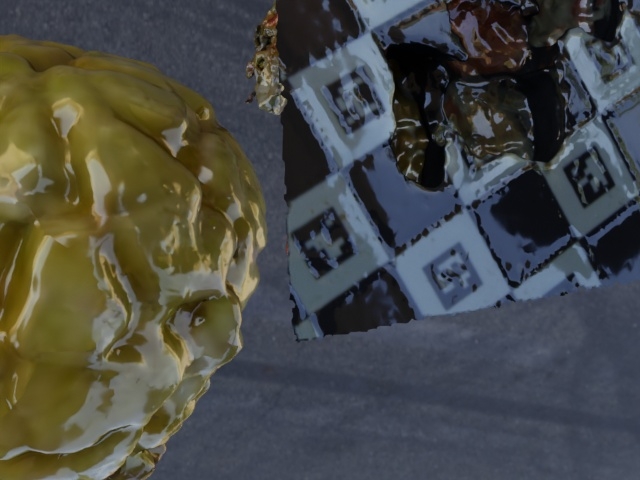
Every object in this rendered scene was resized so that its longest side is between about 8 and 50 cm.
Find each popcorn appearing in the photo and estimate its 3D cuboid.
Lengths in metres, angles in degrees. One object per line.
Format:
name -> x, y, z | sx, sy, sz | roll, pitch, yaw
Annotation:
popcorn -> -0.245, 0.015, 0.685 | 0.354, 0.344, 0.390 | 24, 160, -22

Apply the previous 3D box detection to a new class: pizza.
pizza -> -0.045, -0.236, 1.061 | 0.069, 0.226, 0.147 | 16, 166, 1

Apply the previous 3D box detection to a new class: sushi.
sushi -> 0.098, -0.100, 0.549 | 0.294, 0.292, 0.059 | -4, 178, -23

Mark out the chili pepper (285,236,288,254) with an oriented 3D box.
chili pepper -> 0.000, 0.000, 1.183 | 0.178, 0.027, 0.045 | -7, 113, -57
